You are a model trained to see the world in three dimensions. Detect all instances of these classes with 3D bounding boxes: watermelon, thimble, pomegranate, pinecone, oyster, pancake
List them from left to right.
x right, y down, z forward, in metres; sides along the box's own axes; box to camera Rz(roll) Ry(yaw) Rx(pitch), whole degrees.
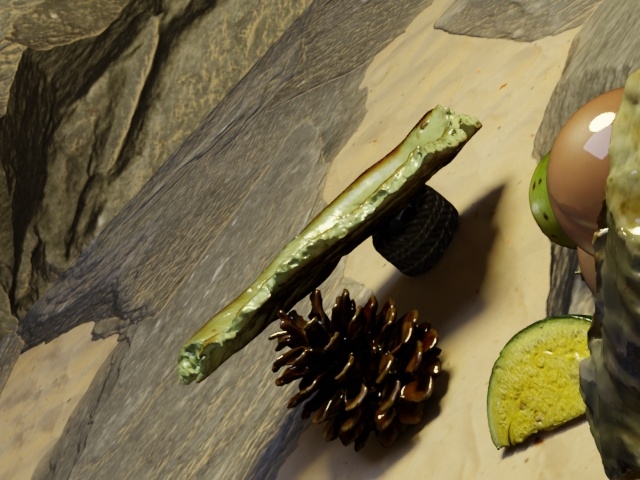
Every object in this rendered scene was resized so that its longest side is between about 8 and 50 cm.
[{"bbox_3d":[0.001,-0.001,1.688,0.427,0.067,0.305,-42,-3,6],"label":"pancake"},{"bbox_3d":[0.025,0.122,1.578,0.163,0.165,0.163,-57,12,19],"label":"pinecone"},{"bbox_3d":[0.112,-0.013,1.819,0.095,0.066,0.104,-43,22,21],"label":"thimble"},{"bbox_3d":[0.222,0.112,1.357,0.181,0.075,0.092,-35,66,40],"label":"watermelon"},{"bbox_3d":[0.259,-0.038,1.460,0.130,0.130,0.130,-43,19,18],"label":"pomegranate"},{"bbox_3d":[0.223,0.067,0.962,0.110,0.341,0.166,-19,38,-15],"label":"oyster"}]

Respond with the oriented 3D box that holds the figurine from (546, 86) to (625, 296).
[{"bbox_3d":[0.360,-0.099,1.136,0.248,0.276,0.388,32,83,28],"label":"figurine"}]
